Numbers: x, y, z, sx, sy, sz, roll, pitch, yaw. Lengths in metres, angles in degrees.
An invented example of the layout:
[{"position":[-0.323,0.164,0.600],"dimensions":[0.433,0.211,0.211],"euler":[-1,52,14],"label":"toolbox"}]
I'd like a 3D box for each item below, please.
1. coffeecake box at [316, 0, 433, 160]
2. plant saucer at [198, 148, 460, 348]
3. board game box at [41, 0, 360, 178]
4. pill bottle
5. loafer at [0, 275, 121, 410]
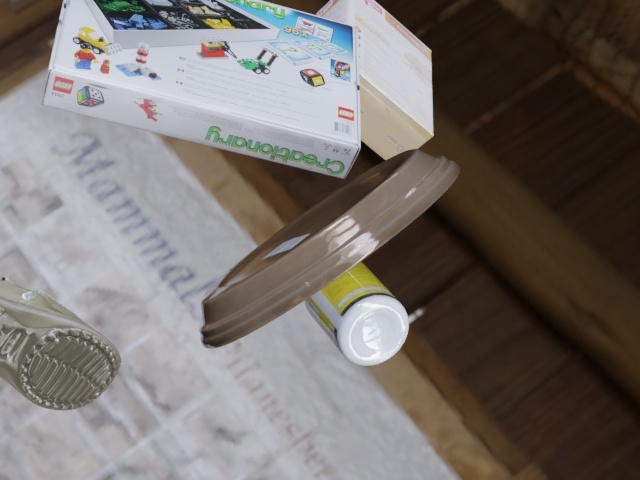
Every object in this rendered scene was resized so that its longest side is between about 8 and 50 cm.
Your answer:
[{"position":[0.062,-0.199,1.629],"dimensions":[0.142,0.068,0.185],"euler":[37,33,-24],"label":"coffeecake box"},{"position":[0.000,0.000,1.221],"dimensions":[0.041,0.278,0.278],"euler":[55,-16,-7],"label":"plant saucer"},{"position":[-0.111,-0.177,1.371],"dimensions":[0.193,0.305,0.053],"euler":[-89,-162,-45],"label":"board game box"},{"position":[0.039,0.084,1.863],"dimensions":[0.184,0.103,0.103],"euler":[49,-15,56],"label":"pill bottle"},{"position":[-0.303,0.088,1.367],"dimensions":[0.092,0.102,0.268],"euler":[46,5,40],"label":"loafer"}]
